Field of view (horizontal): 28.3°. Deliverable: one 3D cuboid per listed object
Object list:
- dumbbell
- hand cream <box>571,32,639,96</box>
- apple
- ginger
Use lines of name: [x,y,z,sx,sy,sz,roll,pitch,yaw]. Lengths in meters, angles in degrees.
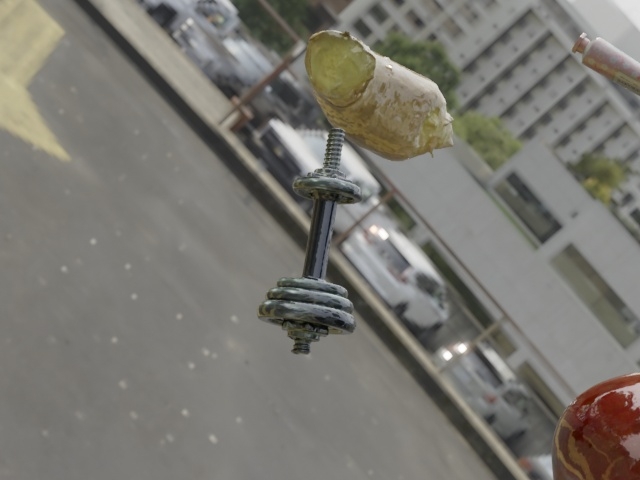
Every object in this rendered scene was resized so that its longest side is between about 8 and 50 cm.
dumbbell: [0.000,0.000,1.395,0.110,0.255,0.110,10,-10,2]
hand cream: [0.444,-0.219,1.753,0.209,0.043,0.067,34,-6,10]
apple: [0.356,0.243,1.294,0.230,0.230,0.230,47,9,-10]
ginger: [0.080,-0.210,1.894,0.267,0.138,0.152,31,-3,-21]
